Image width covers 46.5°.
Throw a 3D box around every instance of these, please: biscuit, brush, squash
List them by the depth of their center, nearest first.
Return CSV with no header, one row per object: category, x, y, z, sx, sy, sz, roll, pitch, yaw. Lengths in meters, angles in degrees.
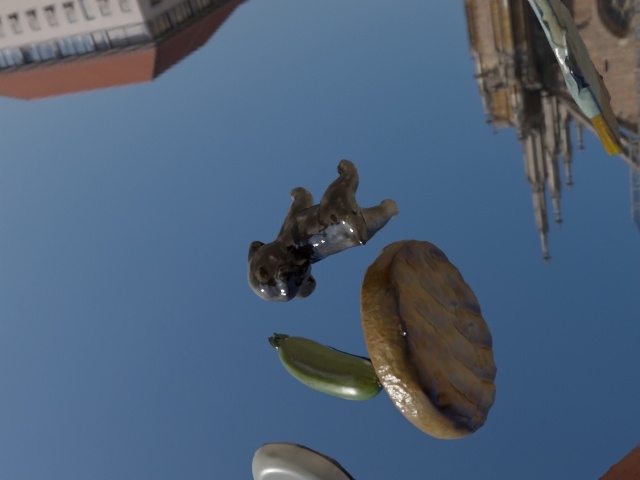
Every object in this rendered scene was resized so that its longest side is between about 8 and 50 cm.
brush,0.148,-0.175,0.514,0.020,0.336,0.085,-19,-130,29
biscuit,0.155,0.142,1.088,0.102,0.296,0.296,-25,-160,31
squash,-0.003,0.252,1.488,0.094,0.094,0.341,-34,-151,-32

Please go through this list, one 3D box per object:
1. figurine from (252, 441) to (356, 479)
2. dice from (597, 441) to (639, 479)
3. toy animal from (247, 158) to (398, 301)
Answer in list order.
figurine,-0.016,0.349,0.807,0.167,0.250,0.141,-12,-146,34
dice,0.323,0.318,0.737,0.179,0.174,0.174,-28,-118,-27
toy animal,-0.002,-0.004,1.064,0.233,0.121,0.168,-32,-160,37
